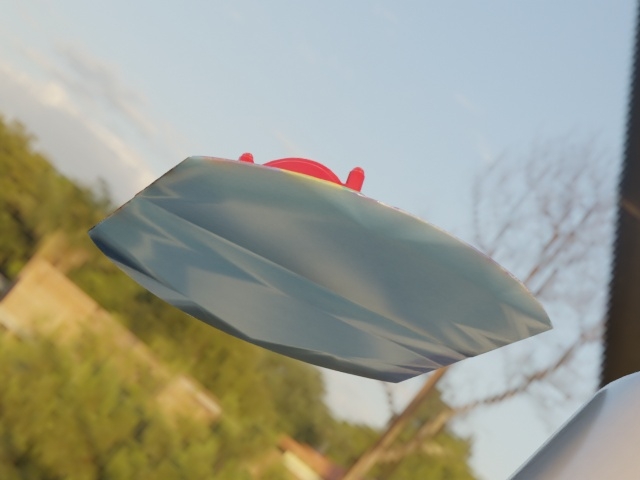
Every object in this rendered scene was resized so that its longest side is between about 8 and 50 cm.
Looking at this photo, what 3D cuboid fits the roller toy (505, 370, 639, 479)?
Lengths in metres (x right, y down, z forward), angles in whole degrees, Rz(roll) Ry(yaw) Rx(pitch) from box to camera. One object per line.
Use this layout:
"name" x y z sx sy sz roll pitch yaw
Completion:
"roller toy" 0.099 0.142 0.446 0.191 0.146 0.209 50 -22 -5

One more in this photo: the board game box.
"board game box" 0.000 0.000 0.618 0.133 0.033 0.168 26 -23 -17
